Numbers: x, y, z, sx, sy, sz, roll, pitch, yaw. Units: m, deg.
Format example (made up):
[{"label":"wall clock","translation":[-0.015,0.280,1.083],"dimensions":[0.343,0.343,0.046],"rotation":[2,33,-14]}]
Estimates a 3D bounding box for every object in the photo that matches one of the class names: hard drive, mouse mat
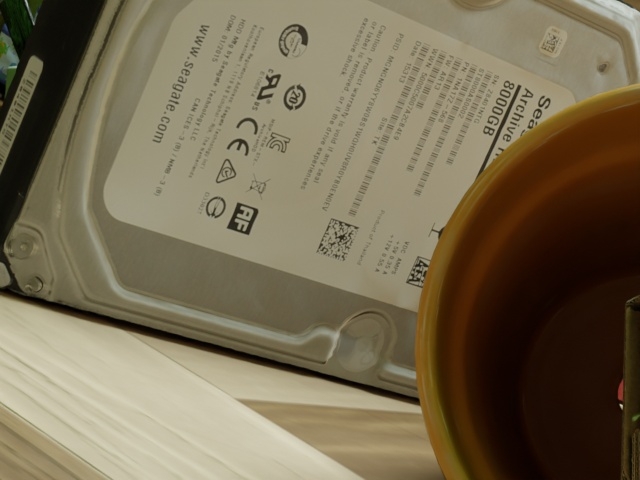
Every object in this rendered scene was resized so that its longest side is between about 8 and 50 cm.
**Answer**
[{"label":"hard drive","translation":[0.014,-0.052,0.876],"dimensions":[0.339,0.237,0.064],"rotation":[19,9,-38]},{"label":"mouse mat","translation":[-0.219,-0.159,1.281],"dimensions":[0.007,0.153,0.189],"rotation":[-21,4,-13]}]

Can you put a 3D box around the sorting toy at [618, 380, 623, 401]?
[{"label":"sorting toy","translation":[0.327,0.079,1.336],"dimensions":[0.365,0.126,0.127],"rotation":[17,9,-35]}]

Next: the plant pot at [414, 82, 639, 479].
[{"label":"plant pot","translation":[0.143,0.058,0.727],"dimensions":[0.205,0.205,0.188],"rotation":[24,-9,8]}]

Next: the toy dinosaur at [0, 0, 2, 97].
[{"label":"toy dinosaur","translation":[-0.273,-0.159,1.151],"dimensions":[0.160,0.121,0.313],"rotation":[2,3,-16]}]

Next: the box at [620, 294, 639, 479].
[{"label":"box","translation":[0.178,0.116,0.554],"dimensions":[0.201,0.164,0.021],"rotation":[20,-32,-22]}]

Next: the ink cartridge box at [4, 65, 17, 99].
[{"label":"ink cartridge box","translation":[-0.135,-0.080,1.154],"dimensions":[0.109,0.062,0.209],"rotation":[-1,-6,31]}]

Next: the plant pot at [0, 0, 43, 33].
[{"label":"plant pot","translation":[-0.122,-0.250,1.628],"dimensions":[0.353,0.366,0.366],"rotation":[33,5,-10]}]

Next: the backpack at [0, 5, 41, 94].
[{"label":"backpack","translation":[-0.209,-0.143,1.446],"dimensions":[0.114,0.084,0.105],"rotation":[24,4,31]}]
